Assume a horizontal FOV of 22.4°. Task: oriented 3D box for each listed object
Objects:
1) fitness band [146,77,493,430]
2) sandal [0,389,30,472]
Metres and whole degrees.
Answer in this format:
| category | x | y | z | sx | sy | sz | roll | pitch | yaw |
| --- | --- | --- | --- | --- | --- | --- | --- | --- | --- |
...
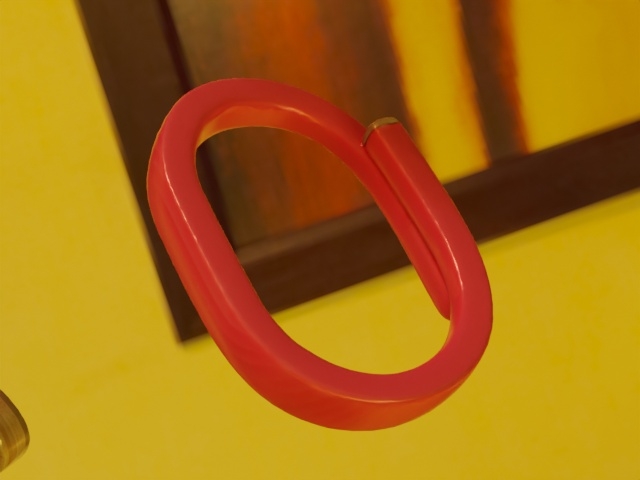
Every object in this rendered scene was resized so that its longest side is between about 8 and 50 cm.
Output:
| category | x | y | z | sx | sy | sz | roll | pitch | yaw |
| --- | --- | --- | --- | --- | --- | --- | --- | --- | --- |
| fitness band | 0.000 | 0.000 | 1.122 | 0.290 | 0.209 | 0.054 | 60 | -37 | 26 |
| sandal | -0.265 | 0.163 | 1.042 | 0.088 | 0.079 | 0.240 | 50 | -38 | 2 |
